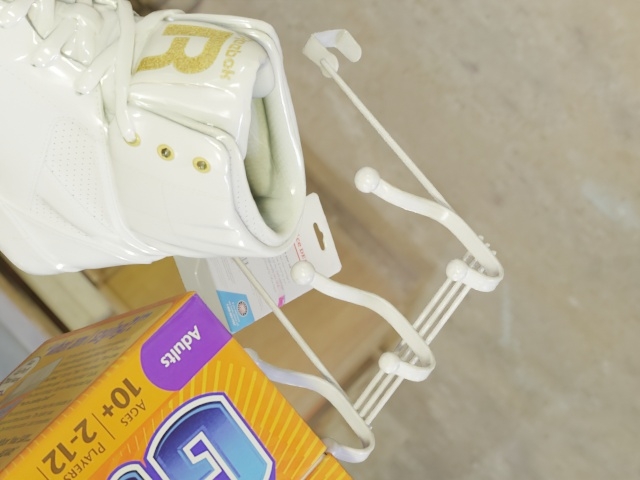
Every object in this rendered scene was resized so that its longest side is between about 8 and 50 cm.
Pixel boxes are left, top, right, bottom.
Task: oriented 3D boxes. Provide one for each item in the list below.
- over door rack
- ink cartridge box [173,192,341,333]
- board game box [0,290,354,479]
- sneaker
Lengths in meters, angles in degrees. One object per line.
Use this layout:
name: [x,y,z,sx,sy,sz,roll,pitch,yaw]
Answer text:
over door rack: [0.000,0.000,1.399,0.239,0.108,0.324,-56,47,30]
ink cartridge box: [-0.070,0.024,1.808,0.061,0.181,0.104,-4,109,49]
board game box: [-0.186,0.310,1.368,0.356,0.356,0.356,51,152,-11]
sneaker: [-0.105,-0.094,0.653,0.169,0.108,0.292,-1,143,28]
